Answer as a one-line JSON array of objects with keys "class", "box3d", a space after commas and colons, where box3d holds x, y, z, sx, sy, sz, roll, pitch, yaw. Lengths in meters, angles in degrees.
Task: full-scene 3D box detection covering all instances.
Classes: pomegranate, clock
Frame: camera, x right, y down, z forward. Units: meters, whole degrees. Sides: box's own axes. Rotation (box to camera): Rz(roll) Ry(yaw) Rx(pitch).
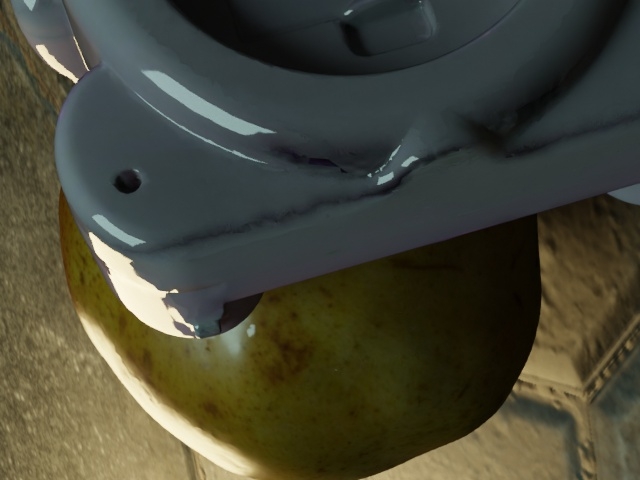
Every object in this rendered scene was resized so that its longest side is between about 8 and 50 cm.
[{"class": "pomegranate", "box3d": [0.000, 0.000, 0.844, 0.264, 0.264, 0.264, 33, 132, 46]}, {"class": "clock", "box3d": [0.008, -0.140, 0.709, 0.113, 0.295, 0.322, 82, 171, -64]}]
